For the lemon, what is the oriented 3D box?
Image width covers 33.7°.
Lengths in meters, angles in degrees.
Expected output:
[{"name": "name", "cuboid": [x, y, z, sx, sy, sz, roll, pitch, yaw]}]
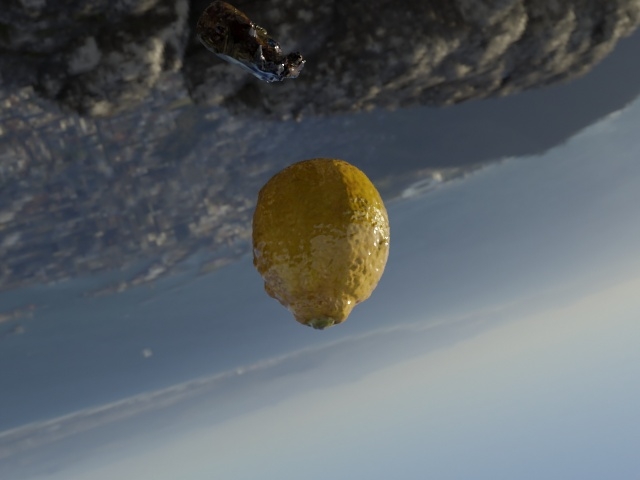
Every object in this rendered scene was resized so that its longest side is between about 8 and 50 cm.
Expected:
[{"name": "lemon", "cuboid": [0.000, 0.000, 1.057, 0.142, 0.187, 0.142, -3, 155, -2]}]

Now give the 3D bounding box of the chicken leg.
[{"name": "chicken leg", "cuboid": [-0.082, -0.218, 1.147, 0.051, 0.105, 0.253, -60, -163, 12]}]
